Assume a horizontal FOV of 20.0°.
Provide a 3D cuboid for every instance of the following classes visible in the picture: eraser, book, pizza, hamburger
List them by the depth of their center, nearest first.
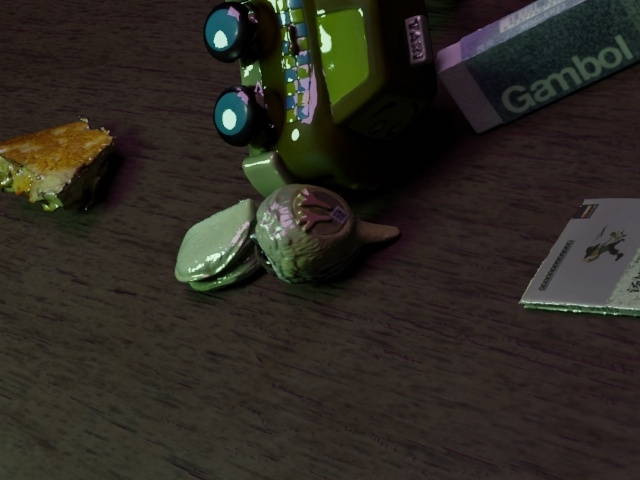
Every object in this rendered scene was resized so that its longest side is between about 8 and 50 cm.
[{"bbox_3d":[0.265,0.013,1.507,0.182,0.014,0.127,3,49,46],"label":"book"},{"bbox_3d":[0.223,-0.186,1.740,0.212,0.092,0.046,-24,34,20],"label":"eraser"},{"bbox_3d":[-0.101,0.014,1.838,0.121,0.054,0.084,-17,40,34],"label":"hamburger"},{"bbox_3d":[-0.309,-0.083,2.166,0.147,0.069,0.226,-27,28,-27],"label":"pizza"}]

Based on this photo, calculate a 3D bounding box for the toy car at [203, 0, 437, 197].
[{"bbox_3d":[0.022,-0.167,1.780,0.198,0.204,0.248,-11,81,34],"label":"toy car"}]

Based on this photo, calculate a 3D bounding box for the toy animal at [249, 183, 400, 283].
[{"bbox_3d":[0.000,0.000,1.741,0.098,0.137,0.098,-169,90,-75],"label":"toy animal"}]
